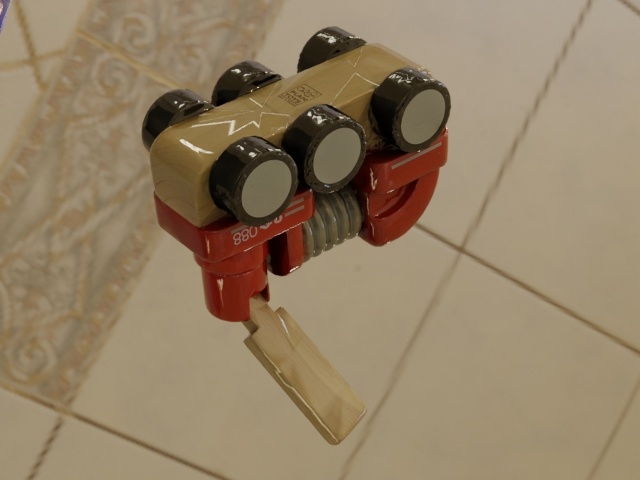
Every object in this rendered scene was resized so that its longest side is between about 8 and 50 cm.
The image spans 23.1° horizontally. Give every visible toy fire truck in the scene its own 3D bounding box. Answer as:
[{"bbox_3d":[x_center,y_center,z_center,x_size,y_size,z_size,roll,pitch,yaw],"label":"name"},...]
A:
[{"bbox_3d":[0.000,0.000,1.162,0.217,0.158,0.246,-26,132,-29],"label":"toy fire truck"}]

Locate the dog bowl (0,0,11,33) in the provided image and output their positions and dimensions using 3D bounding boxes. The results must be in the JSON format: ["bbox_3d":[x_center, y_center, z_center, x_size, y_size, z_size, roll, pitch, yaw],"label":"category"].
[{"bbox_3d":[-0.271,-0.112,1.020,0.104,0.265,0.265,18,94,-13],"label":"dog bowl"}]
